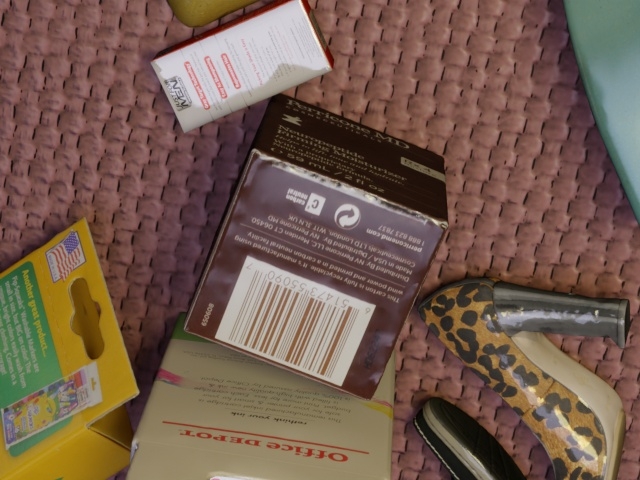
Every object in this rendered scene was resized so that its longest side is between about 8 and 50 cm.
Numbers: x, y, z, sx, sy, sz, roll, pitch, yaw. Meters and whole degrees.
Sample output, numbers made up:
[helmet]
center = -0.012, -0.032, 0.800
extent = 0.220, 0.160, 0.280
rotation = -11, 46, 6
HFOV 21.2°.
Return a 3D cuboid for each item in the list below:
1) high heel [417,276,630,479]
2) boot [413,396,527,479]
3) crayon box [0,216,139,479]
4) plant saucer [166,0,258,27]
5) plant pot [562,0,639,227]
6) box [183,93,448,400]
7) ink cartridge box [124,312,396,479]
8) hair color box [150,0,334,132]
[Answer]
[high heel]
center = 0.179, 0.155, 1.543
extent = 0.186, 0.093, 0.261
rotation = 7, 114, 16
[boot]
center = 0.117, 0.276, 1.575
extent = 0.179, 0.085, 0.236
rotation = -36, 103, 16
[crayon box]
center = -0.288, 0.152, 1.496
extent = 0.323, 0.203, 0.083
rotation = -33, 141, 14
[plant saucer]
center = -0.045, -0.357, 1.343
extent = 0.333, 0.081, 0.332
rotation = -22, 113, 15
[plant pot]
center = 0.293, -0.137, 1.389
extent = 0.166, 0.165, 0.234
rotation = -25, 97, 11
[box]
center = 0.000, 0.000, 1.427
extent = 0.169, 0.203, 0.167
rotation = 21, 108, -4
[ink cartridge box]
center = -0.047, 0.188, 1.413
extent = 0.207, 0.353, 0.119
rotation = 9, 109, 1
[hair color box]
center = -0.066, -0.154, 1.464
extent = 0.141, 0.043, 0.072
rotation = -22, 106, 9
